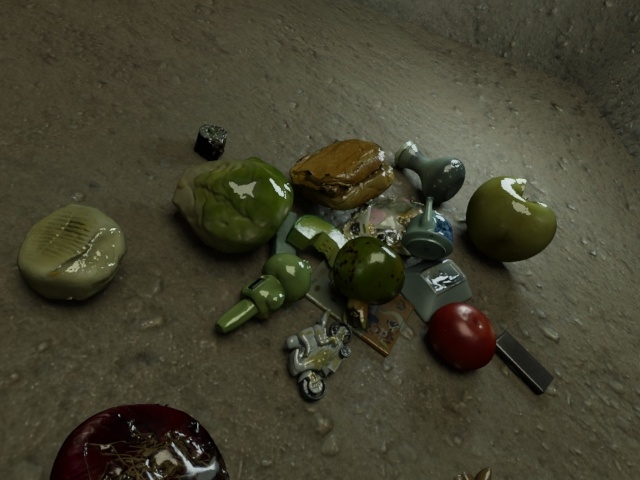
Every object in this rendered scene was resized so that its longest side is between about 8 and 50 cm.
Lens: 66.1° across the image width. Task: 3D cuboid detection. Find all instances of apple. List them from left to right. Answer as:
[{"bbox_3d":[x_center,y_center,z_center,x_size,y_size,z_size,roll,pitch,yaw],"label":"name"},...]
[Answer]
[{"bbox_3d":[0.619,-0.070,1.680,0.233,0.258,0.295,5,46,-22],"label":"apple"}]

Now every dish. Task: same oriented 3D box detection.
[{"bbox_3d":[0.356,0.123,1.499,0.243,0.080,0.182,-19,62,-37],"label":"dish"}]

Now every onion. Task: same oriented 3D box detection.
[{"bbox_3d":[-0.295,0.417,0.813,0.314,0.232,0.314,34,21,-15],"label":"onion"}]

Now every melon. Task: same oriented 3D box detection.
[{"bbox_3d":[0.000,0.000,1.381,0.209,0.064,0.118,34,34,-21],"label":"melon"}]

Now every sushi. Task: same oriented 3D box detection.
[{"bbox_3d":[-0.339,-0.302,1.519,0.094,0.084,0.098,22,42,-5],"label":"sushi"}]

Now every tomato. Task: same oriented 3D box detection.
[{"bbox_3d":[0.393,0.260,1.354,0.195,0.136,0.195,15,46,-16],"label":"tomato"}]

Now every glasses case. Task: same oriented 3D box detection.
[{"bbox_3d":[0.585,0.355,1.435,0.072,0.042,0.190,-31,69,-35],"label":"glasses case"}]

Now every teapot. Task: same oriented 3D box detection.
[{"bbox_3d":[0.398,-0.258,1.811,0.183,0.183,0.251,-22,52,-39],"label":"teapot"},{"bbox_3d":[0.339,-0.028,1.521,0.159,0.232,0.159,-7,56,11],"label":"teapot"}]

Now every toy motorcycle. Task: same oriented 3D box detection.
[{"bbox_3d":[-0.013,0.264,1.188,0.151,0.074,0.229,34,53,-3],"label":"toy motorcycle"}]

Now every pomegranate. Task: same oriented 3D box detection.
[{"bbox_3d":[0.133,0.109,1.297,0.198,0.198,0.246,3,63,-25],"label":"pomegranate"}]

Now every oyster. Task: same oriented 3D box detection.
[{"bbox_3d":[0.187,-0.045,1.558,0.354,0.107,0.201,0,83,-35],"label":"oyster"}]

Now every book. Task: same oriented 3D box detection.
[{"bbox_3d":[0.106,0.165,1.376,0.295,0.020,0.208,36,45,6],"label":"book"}]

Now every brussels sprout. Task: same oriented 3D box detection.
[{"bbox_3d":[-0.221,-0.102,1.286,0.316,0.243,0.274,-2,45,-20],"label":"brussels sprout"}]

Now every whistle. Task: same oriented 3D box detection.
[{"bbox_3d":[-0.127,0.142,1.224,0.141,0.141,0.294,37,64,8],"label":"whistle"}]

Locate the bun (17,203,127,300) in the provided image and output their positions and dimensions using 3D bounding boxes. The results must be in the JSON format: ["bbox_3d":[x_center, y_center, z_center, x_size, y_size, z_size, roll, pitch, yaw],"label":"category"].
[{"bbox_3d":[-0.536,0.033,1.085,0.229,0.145,0.229,-8,50,10],"label":"bun"}]

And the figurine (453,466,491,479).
[{"bbox_3d":[0.400,0.590,1.032,0.173,0.177,0.247,-24,56,-19],"label":"figurine"}]

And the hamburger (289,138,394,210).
[{"bbox_3d":[0.058,-0.202,1.518,0.318,0.158,0.318,-11,27,6],"label":"hamburger"}]

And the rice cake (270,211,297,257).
[{"bbox_3d":[-0.105,-0.005,1.386,0.069,0.063,0.206,20,44,-18],"label":"rice cake"}]
